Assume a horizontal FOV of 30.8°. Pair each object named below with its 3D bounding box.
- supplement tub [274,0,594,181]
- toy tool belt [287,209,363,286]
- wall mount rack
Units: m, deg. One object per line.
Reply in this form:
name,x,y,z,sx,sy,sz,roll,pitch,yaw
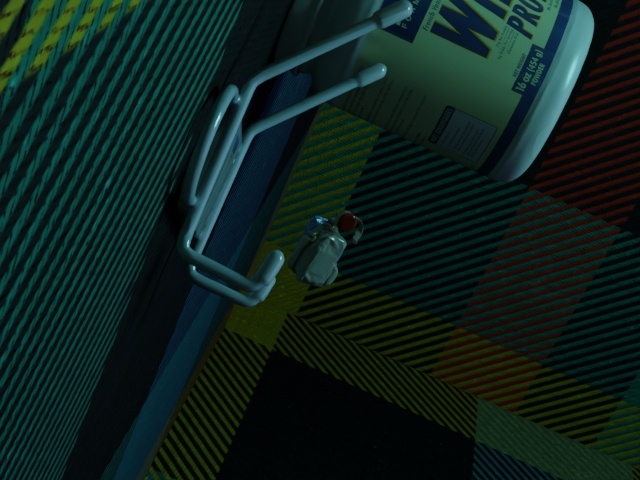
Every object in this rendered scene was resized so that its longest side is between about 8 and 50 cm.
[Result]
supplement tub,0.131,-0.234,1.382,0.235,0.325,0.235,-156,-90,-89
toy tool belt,0.000,0.000,1.117,0.083,0.052,0.051,-59,-148,12
wall mount rack,-0.038,-0.091,1.140,0.350,0.130,0.304,122,-8,-81
